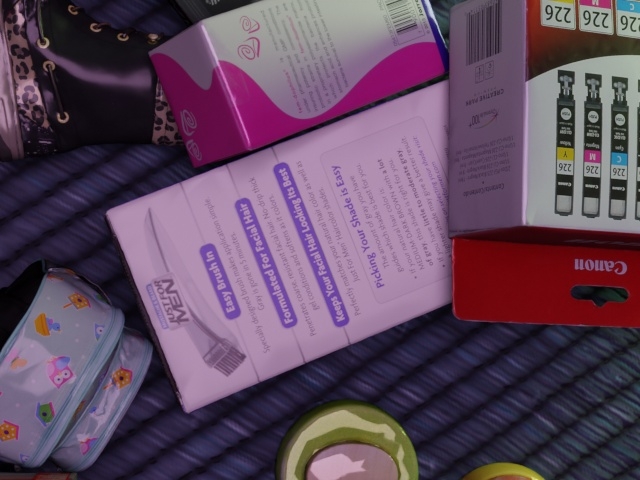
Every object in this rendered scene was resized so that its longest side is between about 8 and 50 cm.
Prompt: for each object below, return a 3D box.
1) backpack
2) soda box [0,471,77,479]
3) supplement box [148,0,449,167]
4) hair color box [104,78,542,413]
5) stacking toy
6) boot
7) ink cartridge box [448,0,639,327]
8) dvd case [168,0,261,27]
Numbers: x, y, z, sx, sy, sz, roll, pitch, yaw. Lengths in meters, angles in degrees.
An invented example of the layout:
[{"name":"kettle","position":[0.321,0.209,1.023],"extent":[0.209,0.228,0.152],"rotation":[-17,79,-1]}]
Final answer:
[{"name":"backpack","position":[-0.224,0.108,1.095],"extent":[0.144,0.188,0.166],"rotation":[32,83,-6]},{"name":"soda box","position":[-0.317,0.220,0.991],"extent":[0.263,0.083,0.092],"rotation":[2,90,-3]},{"name":"supplement box","position":[-0.016,-0.154,1.139],"extent":[0.220,0.114,0.111],"rotation":[-24,97,-31]},{"name":"hair color box","position":[0.000,0.000,1.176],"extent":[0.339,0.110,0.185],"rotation":[-22,92,-11]},{"name":"stacking toy","position":[0.062,0.299,1.162],"extent":[0.279,0.130,0.309],"rotation":[34,83,-6]},{"name":"boot","position":[-0.201,-0.187,1.165],"extent":[0.179,0.085,0.236],"rotation":[-1,92,-12]},{"name":"ink cartridge box","position":[0.271,-0.062,1.129],"extent":[0.309,0.130,0.271],"rotation":[3,85,-22]},{"name":"dvd case","position":[-0.043,-0.286,1.163],"extent":[0.238,0.029,0.179],"rotation":[-47,137,-8]}]
